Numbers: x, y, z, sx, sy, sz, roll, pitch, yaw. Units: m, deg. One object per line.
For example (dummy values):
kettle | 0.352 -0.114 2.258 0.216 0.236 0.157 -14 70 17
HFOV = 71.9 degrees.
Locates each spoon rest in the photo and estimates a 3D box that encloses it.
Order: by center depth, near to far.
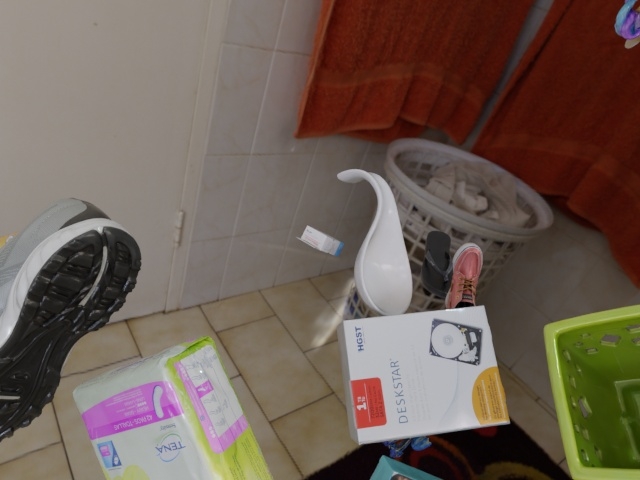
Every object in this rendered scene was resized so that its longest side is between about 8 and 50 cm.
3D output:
spoon rest | 0.099 -0.003 0.769 0.137 0.084 0.276 2 70 -43

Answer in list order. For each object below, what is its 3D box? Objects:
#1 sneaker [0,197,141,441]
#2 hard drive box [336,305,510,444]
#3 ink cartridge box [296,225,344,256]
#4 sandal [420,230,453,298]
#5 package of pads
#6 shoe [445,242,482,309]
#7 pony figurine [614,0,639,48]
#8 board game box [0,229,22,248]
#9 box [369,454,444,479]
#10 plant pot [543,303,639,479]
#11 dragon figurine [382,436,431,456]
sneaker | -0.274 0.078 0.390 0.108 0.271 0.100 38 -5 36
hard drive box | 0.154 0.209 0.702 0.232 0.089 0.181 -6 73 -7
ink cartridge box | 0.000 0.000 0.784 0.048 0.028 0.083 29 4 32
sandal | 0.336 0.056 1.262 0.097 0.054 0.255 7 45 1
package of pads | -0.192 0.300 0.608 0.101 0.229 0.297 -21 87 -62
shoe | 0.317 0.099 0.956 0.063 0.178 0.081 7 26 0
pony figurine | 0.560 -0.403 0.576 0.303 0.363 0.351 39 41 7
board game box | -0.441 0.120 0.556 0.165 0.042 0.243 -14 62 14
box | 0.225 0.591 1.015 0.244 0.101 0.060 29 -2 -19
plant pot | 0.484 0.237 0.628 0.207 0.227 0.228 37 47 -35
dragon figurine | 0.323 0.621 1.436 0.144 0.289 0.085 -19 70 -47
